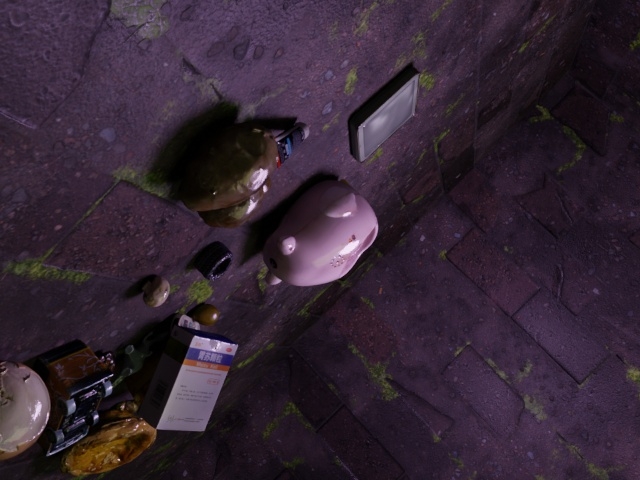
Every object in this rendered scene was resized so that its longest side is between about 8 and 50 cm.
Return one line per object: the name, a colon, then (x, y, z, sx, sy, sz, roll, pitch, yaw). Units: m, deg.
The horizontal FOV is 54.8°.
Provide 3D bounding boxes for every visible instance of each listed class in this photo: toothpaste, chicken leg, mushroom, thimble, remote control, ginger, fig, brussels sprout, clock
toothpaste: (-0.077, -0.239, 1.481, 0.193, 0.045, 0.071, -57, 142, -57)
chicken leg: (-0.669, 0.404, 1.755, 0.253, 0.051, 0.106, -45, 158, 7)
mushroom: (-0.433, 0.133, 1.619, 0.083, 0.067, 0.083, -45, -159, 22)
thimble: (-0.299, 0.060, 1.763, 0.104, 0.066, 0.095, -45, 162, 0)
remote control: (-0.439, 0.288, 2.002, 0.221, 0.042, 0.078, 70, 31, -72)
ginger: (-0.200, -0.133, 1.401, 0.244, 0.155, 0.304, -47, 174, -15)
fig: (-0.380, 0.244, 2.026, 0.088, 0.074, 0.074, 0, 139, -34)
brussels sprout: (-0.686, 0.584, 2.175, 0.083, 0.051, 0.046, 14, 91, -43)
clock: (0.000, 0.000, 2.009, 0.376, 0.250, 0.368, -34, 161, -32)

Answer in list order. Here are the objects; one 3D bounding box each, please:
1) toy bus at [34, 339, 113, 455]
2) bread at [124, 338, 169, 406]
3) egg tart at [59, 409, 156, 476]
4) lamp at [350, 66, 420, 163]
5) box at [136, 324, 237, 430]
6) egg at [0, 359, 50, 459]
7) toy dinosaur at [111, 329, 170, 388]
toy bus: (-0.654, 0.403, 1.578, 0.138, 0.167, 0.275, -23, 149, -52)
bread: (-0.520, 0.442, 2.046, 0.268, 0.146, 0.268, -36, 160, -16)
egg tart: (-0.724, 0.674, 2.096, 0.341, 0.129, 0.341, -23, 152, -13)
lamp: (0.200, -0.381, 1.912, 0.266, 0.047, 0.269, -41, 164, -8)
box: (-0.405, 0.429, 1.911, 0.200, 0.106, 0.299, 26, 86, -51)
egg: (-0.696, 0.373, 1.338, 0.201, 0.201, 0.244, -28, 167, -45)
toy dinosaur: (-0.583, 0.380, 1.822, 0.383, 0.076, 0.129, -44, 164, -32)
